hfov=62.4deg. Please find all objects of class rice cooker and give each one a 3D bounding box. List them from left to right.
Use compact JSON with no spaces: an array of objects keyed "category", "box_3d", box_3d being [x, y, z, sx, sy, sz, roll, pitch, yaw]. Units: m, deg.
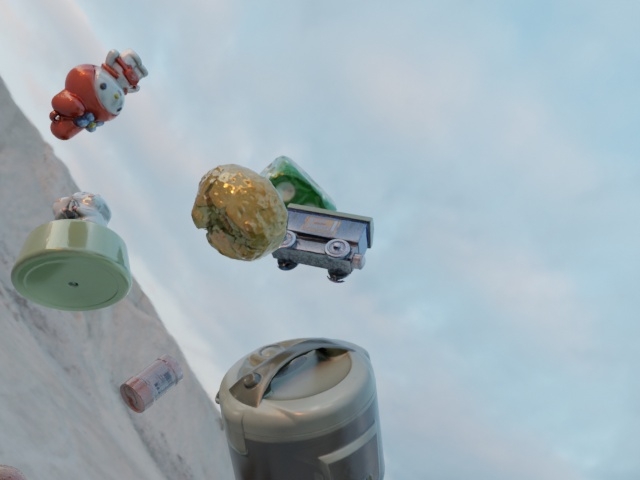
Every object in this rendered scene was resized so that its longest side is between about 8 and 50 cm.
[{"category":"rice cooker","box_3d":[-0.029,0.366,1.071,0.335,0.335,0.324,12,-66,51]}]

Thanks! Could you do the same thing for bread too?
[{"category":"bread","box_3d":[-0.186,-0.048,1.168,0.245,0.134,0.244,24,-43,25]}]

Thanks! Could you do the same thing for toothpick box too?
[{"category":"toothpick box","box_3d":[-0.479,0.405,1.504,0.099,0.149,0.098,16,-59,28]}]

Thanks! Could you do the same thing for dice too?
[{"category":"dice","box_3d":[-0.134,-0.123,2.001,0.297,0.300,0.287,43,6,-16]}]

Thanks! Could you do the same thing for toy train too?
[{"category":"toy train","box_3d":[0.000,0.000,1.522,0.300,0.201,0.131,12,-44,19]}]

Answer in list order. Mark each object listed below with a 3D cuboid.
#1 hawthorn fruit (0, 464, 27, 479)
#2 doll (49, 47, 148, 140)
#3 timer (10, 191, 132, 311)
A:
[{"category":"hawthorn fruit","box_3d":[-0.900,0.732,1.391,0.300,0.275,0.275,-22,-72,51]},{"category":"doll","box_3d":[-0.577,-0.374,1.352,0.130,0.290,0.161,38,-17,25]},{"category":"timer","box_3d":[-0.670,-0.006,1.469,0.290,0.291,0.315,91,-9,-55]}]
